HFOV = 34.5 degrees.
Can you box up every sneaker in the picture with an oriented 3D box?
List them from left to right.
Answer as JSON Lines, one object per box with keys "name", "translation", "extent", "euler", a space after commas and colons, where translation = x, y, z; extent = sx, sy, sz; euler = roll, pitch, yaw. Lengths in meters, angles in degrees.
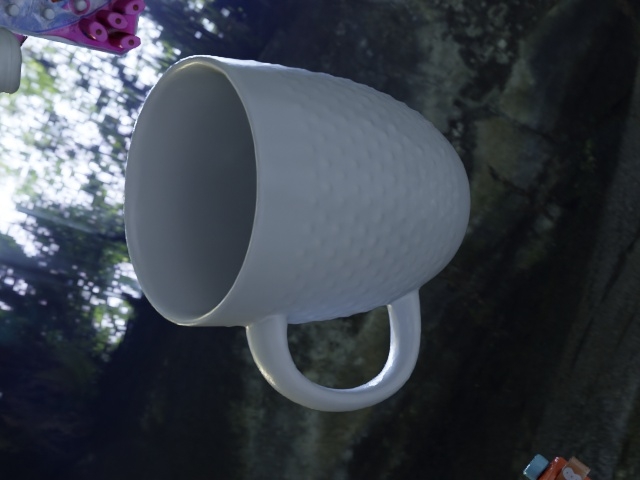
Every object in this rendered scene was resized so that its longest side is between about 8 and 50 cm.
{"name": "sneaker", "translation": [-0.364, -0.190, 1.001], "extent": [0.212, 0.094, 0.080], "euler": [27, -64, 54]}

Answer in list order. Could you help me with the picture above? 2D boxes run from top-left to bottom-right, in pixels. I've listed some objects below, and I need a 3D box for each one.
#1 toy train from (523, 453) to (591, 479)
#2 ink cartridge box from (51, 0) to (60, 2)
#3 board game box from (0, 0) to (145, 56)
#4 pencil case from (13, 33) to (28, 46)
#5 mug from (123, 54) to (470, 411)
{"name": "toy train", "translation": [0.205, 0.210, 0.703], "extent": [0.166, 0.125, 0.046], "euler": [40, -60, 18]}
{"name": "ink cartridge box", "translation": [-0.235, -0.254, 0.996], "extent": [0.063, 0.115, 0.029], "euler": [-17, -87, -9]}
{"name": "board game box", "translation": [-0.347, -0.434, 1.149], "extent": [0.050, 0.390, 0.389], "euler": [22, -78, 55]}
{"name": "pencil case", "translation": [-0.552, -0.293, 1.523], "extent": [0.167, 0.160, 0.386], "euler": [36, -98, -4]}
{"name": "mug", "translation": [0.000, 0.000, 1.126], "extent": [0.276, 0.328, 0.374], "euler": [-27, -112, 49]}
